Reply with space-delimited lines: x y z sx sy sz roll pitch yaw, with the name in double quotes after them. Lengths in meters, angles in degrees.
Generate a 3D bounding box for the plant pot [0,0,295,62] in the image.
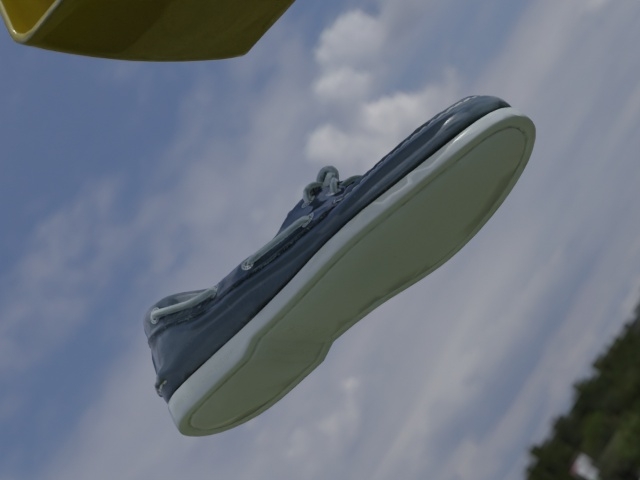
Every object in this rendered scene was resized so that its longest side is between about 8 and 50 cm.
-0.097 -0.237 1.181 0.212 0.212 0.187 -45 -38 21 "plant pot"

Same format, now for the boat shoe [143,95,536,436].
0.000 0.000 1.175 0.319 0.099 0.116 -43 -30 23 "boat shoe"
